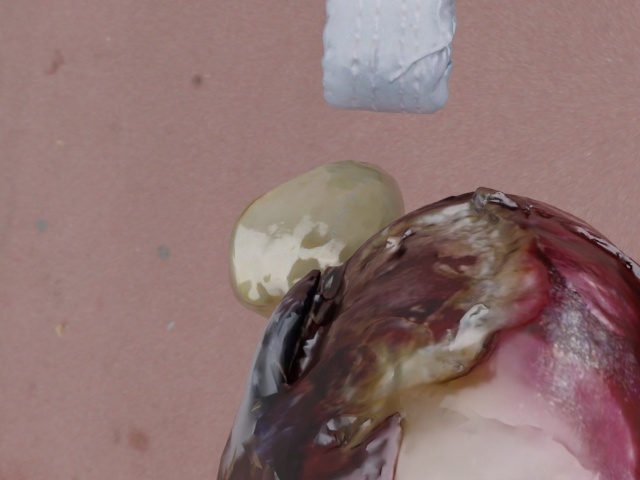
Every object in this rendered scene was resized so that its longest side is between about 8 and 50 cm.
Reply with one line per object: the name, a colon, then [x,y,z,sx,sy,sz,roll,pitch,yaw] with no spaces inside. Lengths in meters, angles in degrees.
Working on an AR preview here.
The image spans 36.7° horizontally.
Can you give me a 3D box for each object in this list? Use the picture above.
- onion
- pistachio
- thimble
onion: [0.069,0.126,0.455,0.232,0.314,0.314,16,103,2]
pistachio: [0.000,0.000,0.779,0.124,0.185,0.125,18,133,21]
thimble: [0.066,-0.192,0.875,0.117,0.127,0.152,6,96,10]
